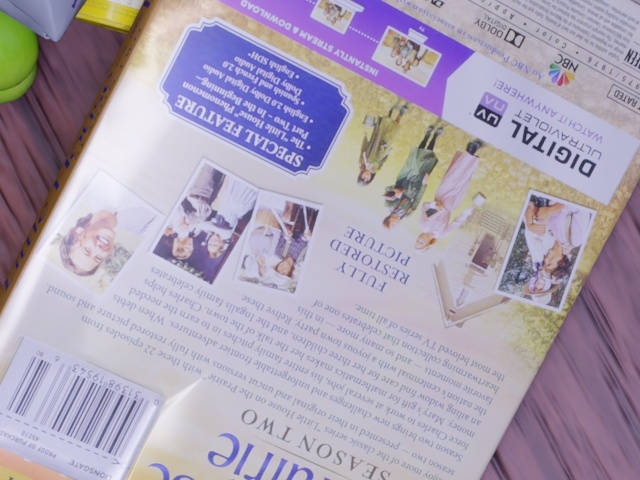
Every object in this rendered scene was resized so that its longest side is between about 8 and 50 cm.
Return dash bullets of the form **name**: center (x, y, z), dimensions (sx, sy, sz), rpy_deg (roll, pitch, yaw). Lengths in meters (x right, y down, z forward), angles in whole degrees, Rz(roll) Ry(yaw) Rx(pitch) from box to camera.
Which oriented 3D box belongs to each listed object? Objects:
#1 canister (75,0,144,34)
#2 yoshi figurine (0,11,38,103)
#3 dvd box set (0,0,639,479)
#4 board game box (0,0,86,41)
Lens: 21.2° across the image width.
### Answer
- **canister**: center (-0.106, -0.211, 1.041), dimensions (0.073, 0.126, 0.170), rpy_deg (15, 94, 9)
- **yoshi figurine**: center (-0.332, -0.208, 1.058), dimensions (0.203, 0.203, 0.362), rpy_deg (-42, 85, 22)
- **dvd box set**: center (0.000, 0.000, 0.994), dimensions (0.308, 0.062, 0.420), rpy_deg (25, 94, -16)
- **board game box**: center (-0.150, -0.293, 0.922), dimensions (0.224, 0.097, 0.303), rpy_deg (31, 74, 6)
